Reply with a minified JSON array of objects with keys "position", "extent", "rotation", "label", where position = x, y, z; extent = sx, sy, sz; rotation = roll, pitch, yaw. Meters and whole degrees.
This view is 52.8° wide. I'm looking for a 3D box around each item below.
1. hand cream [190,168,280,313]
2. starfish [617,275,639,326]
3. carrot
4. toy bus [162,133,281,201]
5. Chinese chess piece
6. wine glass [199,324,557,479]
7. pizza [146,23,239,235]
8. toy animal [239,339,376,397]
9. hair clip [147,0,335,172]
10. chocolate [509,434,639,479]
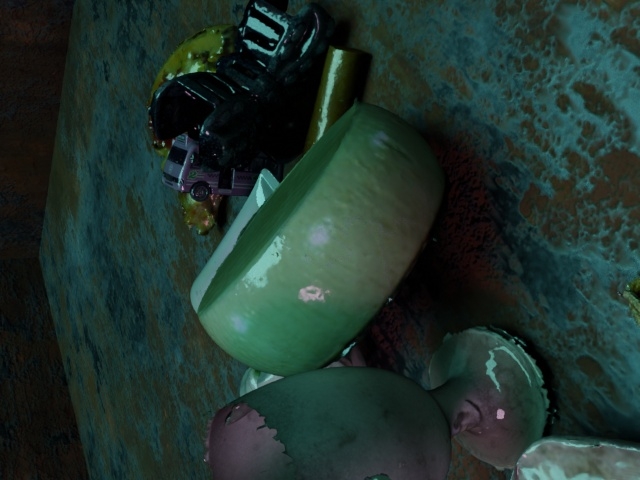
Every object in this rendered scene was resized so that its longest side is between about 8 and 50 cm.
[{"position":[-0.119,0.040,1.145],"extent":[0.185,0.118,0.358],"rotation":[52,137,6],"label":"hand cream"},{"position":[0.288,0.100,0.508],"extent":[0.053,0.150,0.210],"rotation":[-24,55,24],"label":"starfish"},{"position":[0.016,-0.175,0.969],"extent":[0.067,0.067,0.225],"rotation":[39,121,49],"label":"carrot"},{"position":[-0.168,-0.126,1.131],"extent":[0.096,0.198,0.108],"rotation":[26,110,52],"label":"toy bus"},{"position":[0.000,0.000,0.788],"extent":[0.349,0.146,0.349],"rotation":[-49,12,14],"label":"Chinese chess piece"},{"position":[0.062,0.203,0.649],"extent":[0.190,0.356,0.191],"rotation":[17,112,48],"label":"wine glass"},{"position":[-0.274,-0.216,1.350],"extent":[0.440,0.130,0.406],"rotation":[-22,71,55],"label":"pizza"},{"position":[-0.045,0.230,0.968],"extent":[0.154,0.208,0.325],"rotation":[37,121,1],"label":"toy animal"},{"position":[-0.105,-0.231,0.990],"extent":[0.194,0.310,0.206],"rotation":[37,168,14],"label":"hair clip"},{"position":[0.275,0.323,0.578],"extent":[0.185,0.100,0.303],"rotation":[-5,91,46],"label":"chocolate"}]
